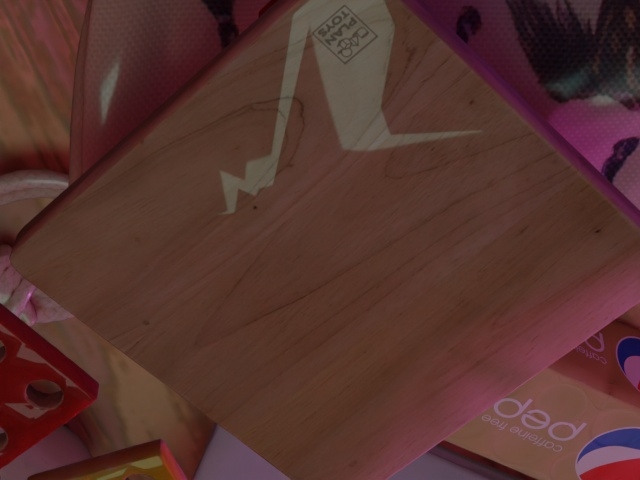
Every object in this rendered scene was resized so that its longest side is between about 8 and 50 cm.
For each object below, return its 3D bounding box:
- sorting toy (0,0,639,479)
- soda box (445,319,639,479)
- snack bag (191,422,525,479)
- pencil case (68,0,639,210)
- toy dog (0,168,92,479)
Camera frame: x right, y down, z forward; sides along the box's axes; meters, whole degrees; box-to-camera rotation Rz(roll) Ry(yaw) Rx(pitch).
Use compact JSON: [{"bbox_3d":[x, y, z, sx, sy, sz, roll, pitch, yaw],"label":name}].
[{"bbox_3d":[0.000,0.000,0.473,0.274,0.046,0.132,-39,116,24],"label":"sorting toy"},{"bbox_3d":[0.106,0.066,0.729,0.181,0.058,0.061,24,126,-19],"label":"soda box"},{"bbox_3d":[0.027,0.258,0.786,0.323,0.037,0.342,24,85,-17],"label":"snack bag"},{"bbox_3d":[0.113,-0.054,0.561,0.410,0.160,0.183,1,134,0],"label":"pencil case"},{"bbox_3d":[-0.242,0.063,0.664,0.333,0.161,0.220,16,128,-12],"label":"toy dog"}]
